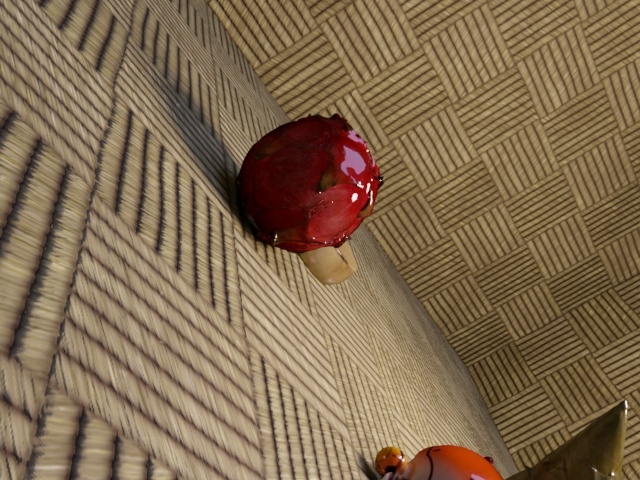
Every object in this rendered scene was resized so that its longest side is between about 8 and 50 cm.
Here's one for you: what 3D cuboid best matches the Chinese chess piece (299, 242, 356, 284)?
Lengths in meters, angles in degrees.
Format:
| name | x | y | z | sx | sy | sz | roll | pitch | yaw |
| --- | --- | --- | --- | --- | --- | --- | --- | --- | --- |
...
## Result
| name | x | y | z | sx | sy | sz | roll | pitch | yaw |
| --- | --- | --- | --- | --- | --- | --- | --- | --- | --- |
| Chinese chess piece | 0.000 | 0.000 | 1.743 | 0.251 | 0.097 | 0.251 | 56 | 11 | -16 |

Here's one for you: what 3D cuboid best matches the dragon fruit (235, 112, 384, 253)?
| name | x | y | z | sx | sy | sz | roll | pitch | yaw |
| --- | --- | --- | --- | --- | --- | --- | --- | --- | --- |
| dragon fruit | -0.026 | -0.120 | 1.413 | 0.296 | 0.301 | 0.295 | 55 | 4 | -5 |

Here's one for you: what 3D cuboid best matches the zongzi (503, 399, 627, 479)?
| name | x | y | z | sx | sy | sz | roll | pitch | yaw |
| --- | --- | --- | --- | --- | --- | --- | --- | --- | --- |
| zongzi | 0.516 | 0.545 | 1.201 | 0.174 | 0.393 | 0.356 | 7 | 42 | -47 |

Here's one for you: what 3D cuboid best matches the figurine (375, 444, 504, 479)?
| name | x | y | z | sx | sy | sz | roll | pitch | yaw |
| --- | --- | --- | --- | --- | --- | --- | --- | --- | --- |
| figurine | 0.238 | 0.481 | 1.170 | 0.320 | 0.196 | 0.323 | 51 | 9 | 12 |
